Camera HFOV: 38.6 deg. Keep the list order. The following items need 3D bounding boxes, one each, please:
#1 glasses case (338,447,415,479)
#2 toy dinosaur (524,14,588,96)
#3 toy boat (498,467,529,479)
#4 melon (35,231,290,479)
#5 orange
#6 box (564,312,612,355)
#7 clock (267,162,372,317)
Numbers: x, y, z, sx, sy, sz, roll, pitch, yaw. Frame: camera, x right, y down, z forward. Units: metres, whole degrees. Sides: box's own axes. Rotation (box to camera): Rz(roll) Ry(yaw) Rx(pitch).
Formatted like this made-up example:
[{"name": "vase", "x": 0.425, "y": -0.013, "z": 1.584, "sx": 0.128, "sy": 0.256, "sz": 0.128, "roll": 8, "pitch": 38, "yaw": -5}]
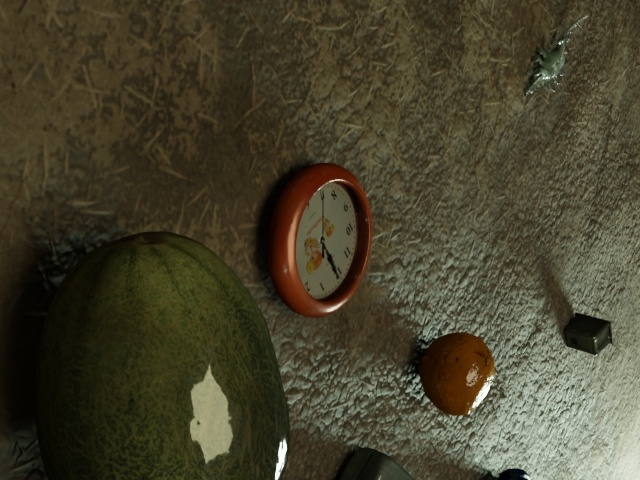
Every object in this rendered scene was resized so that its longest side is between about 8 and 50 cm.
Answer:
[{"name": "glasses case", "x": 0.122, "y": 0.446, "z": 1.441, "sx": 0.323, "sy": 0.074, "sz": 0.131, "roll": 52, "pitch": 57, "yaw": -43}, {"name": "toy dinosaur", "x": 0.434, "y": -0.338, "z": 1.684, "sx": 0.209, "sy": 0.039, "sz": 0.082, "roll": -54, "pitch": 139, "yaw": -14}, {"name": "toy boat", "x": 0.378, "y": 0.585, "z": 1.710, "sx": 0.220, "sy": 0.066, "sz": 0.291, "roll": 65, "pitch": 21, "yaw": -61}, {"name": "melon", "x": -0.155, "y": 0.154, "z": 0.898, "sx": 0.248, "sy": 0.248, "sz": 0.330, "roll": -22, "pitch": 108, "yaw": -47}, {"name": "orange", "x": 0.221, "y": 0.212, "z": 1.481, "sx": 0.135, "sy": 0.117, "sz": 0.136, "roll": -44, "pitch": 158, "yaw": -22}, {"name": "box", "x": 0.567, "y": 0.200, "z": 1.937, "sx": 0.063, "sy": 0.084, "sz": 0.060, "roll": -35, "pitch": 125, "yaw": -35}, {"name": "clock", "x": 0.000, "y": 0.000, "z": 1.209, "sx": 0.205, "sy": 0.051, "sz": 0.205, "roll": -14, "pitch": 108, "yaw": -50}]
